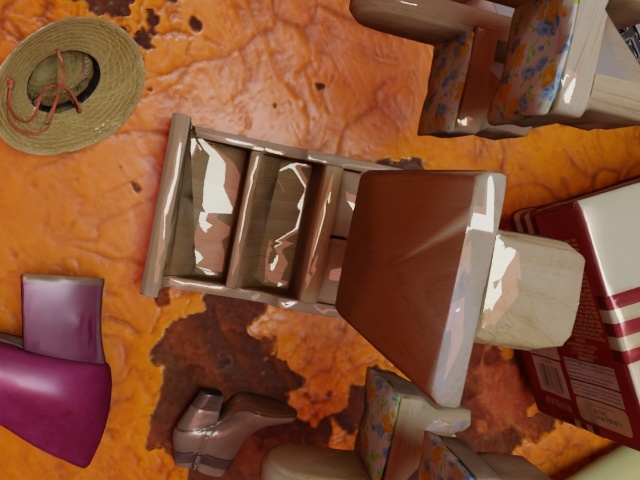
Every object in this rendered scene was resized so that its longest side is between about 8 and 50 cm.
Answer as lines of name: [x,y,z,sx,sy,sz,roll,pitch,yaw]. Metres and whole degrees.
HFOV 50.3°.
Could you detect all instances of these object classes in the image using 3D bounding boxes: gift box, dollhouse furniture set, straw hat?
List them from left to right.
straw hat: [-0.239,-0.151,0.617,0.144,0.144,0.061,-43,60,-5]
dollhouse furniture set: [0.000,0.000,0.514,0.256,0.394,0.362,10,94,-12]
gift box: [0.345,0.061,0.670,0.258,0.255,0.276,-17,93,-8]

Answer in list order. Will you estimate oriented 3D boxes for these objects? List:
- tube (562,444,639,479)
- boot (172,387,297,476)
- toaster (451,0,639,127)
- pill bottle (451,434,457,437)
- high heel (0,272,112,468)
tube: [0.279,0.297,0.753,0.240,0.062,0.070,-20,83,-19]
boot: [-0.092,0.201,0.701,0.118,0.042,0.087,16,99,-12]
toaster: [0.229,-0.214,0.685,0.186,0.110,0.168,-31,100,-7]
pill bottle: [0.120,0.284,0.716,0.094,0.094,0.169,-24,113,-8]
high heel: [-0.375,0.117,0.580,0.377,0.127,0.181,2,85,-15]
